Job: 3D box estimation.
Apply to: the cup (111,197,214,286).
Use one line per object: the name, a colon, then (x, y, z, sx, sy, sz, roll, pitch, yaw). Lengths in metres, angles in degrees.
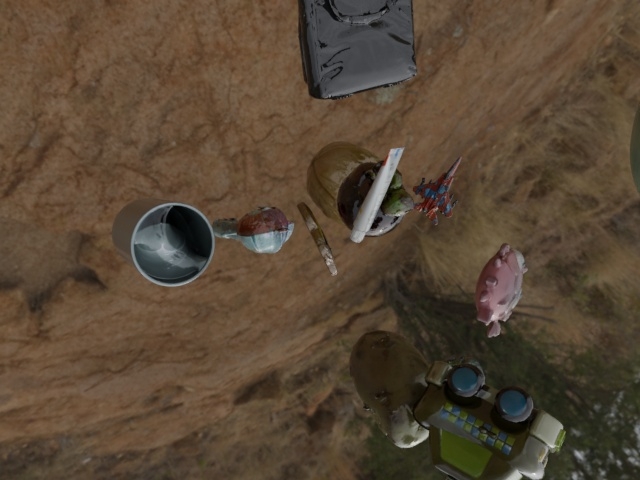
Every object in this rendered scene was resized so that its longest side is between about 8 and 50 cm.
cup: (-0.427, -0.009, 1.524, 0.206, 0.312, 0.205, -5, 100, -30)

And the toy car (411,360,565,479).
toy car: (0.270, 0.344, 1.011, 0.198, 0.248, 0.204, -58, 149, -14)

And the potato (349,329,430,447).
potato: (0.153, 0.296, 1.208, 0.165, 0.262, 0.164, -13, 142, -11)

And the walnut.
walnut: (0.105, -0.179, 1.915, 0.313, 0.277, 0.251, 30, 99, -23)

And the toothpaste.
toothpaste: (0.096, -0.078, 1.007, 0.048, 0.031, 0.190, -17, 138, -49)

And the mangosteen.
mangosteen: (0.122, -0.088, 1.300, 0.173, 0.172, 0.184, -28, -165, -21)

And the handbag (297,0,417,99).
handbag: (0.071, -0.409, 1.123, 0.275, 0.088, 0.244, -21, 116, -31)

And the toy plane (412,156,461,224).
toy plane: (0.319, -0.139, 1.526, 0.189, 0.130, 0.061, -57, 157, 19)

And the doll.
doll: (0.429, 0.120, 1.396, 0.211, 0.093, 0.261, -26, 126, -45)

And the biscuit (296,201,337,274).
biscuit: (0.000, 0.000, 1.861, 0.041, 0.208, 0.290, -27, 126, 0)

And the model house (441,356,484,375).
model house: (0.353, 0.324, 1.441, 0.066, 0.078, 0.083, -20, 174, -45)

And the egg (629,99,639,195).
egg: (0.367, -0.109, 0.499, 0.230, 0.168, 0.168, -61, 153, 1)

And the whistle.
whistle: (-0.198, -0.034, 1.643, 0.142, 0.346, 0.133, -45, 120, -28)
